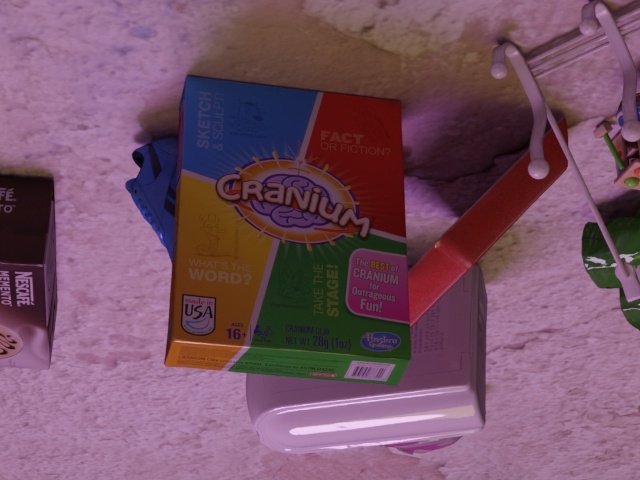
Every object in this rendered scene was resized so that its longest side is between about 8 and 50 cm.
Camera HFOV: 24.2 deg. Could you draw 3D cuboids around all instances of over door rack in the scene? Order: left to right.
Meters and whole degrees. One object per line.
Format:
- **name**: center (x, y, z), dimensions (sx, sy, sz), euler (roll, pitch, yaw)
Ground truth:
- **over door rack**: center (0.342, -0.092, 1.491), dimensions (0.239, 0.108, 0.324), euler (-23, 108, 35)

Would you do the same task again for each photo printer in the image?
- **photo printer**: center (0.057, 0.150, 1.912), dimensions (0.307, 0.256, 0.107), euler (-9, 129, 13)

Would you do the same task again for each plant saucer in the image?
- **plant saucer**: center (0.163, 0.003, 1.675), dimensions (0.048, 0.259, 0.258), euler (45, 144, 5)

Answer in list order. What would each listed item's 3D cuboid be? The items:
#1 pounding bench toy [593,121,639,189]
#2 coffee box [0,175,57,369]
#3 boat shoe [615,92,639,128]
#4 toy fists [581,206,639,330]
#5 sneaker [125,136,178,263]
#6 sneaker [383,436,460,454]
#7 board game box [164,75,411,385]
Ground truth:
- **pounding bench toy**: center (0.346, -0.094, 1.668), dimensions (0.083, 0.065, 0.052), euler (10, 149, -16)
- **coffee box**: center (-0.414, 0.043, 1.849), dimensions (0.168, 0.119, 0.297), euler (5, 150, -7)
- **boat shoe**: center (0.400, -0.151, 1.565), dimensions (0.183, 0.066, 0.066), euler (-4, 150, 8)
- **toy fists**: center (0.435, 0.034, 1.869), dimensions (0.142, 0.096, 0.279), euler (-5, 153, 28)
- **sneaker**: center (-0.168, -0.029, 1.634), dimensions (0.082, 0.209, 0.069), euler (-9, 139, -3)
- **sneaker**: center (0.122, 0.282, 2.291), dimensions (0.252, 0.103, 0.111), euler (2, 149, -3)
- **board game box**: center (-0.033, -0.013, 1.554), dimensions (0.242, 0.317, 0.064), euler (5, 149, -11)
